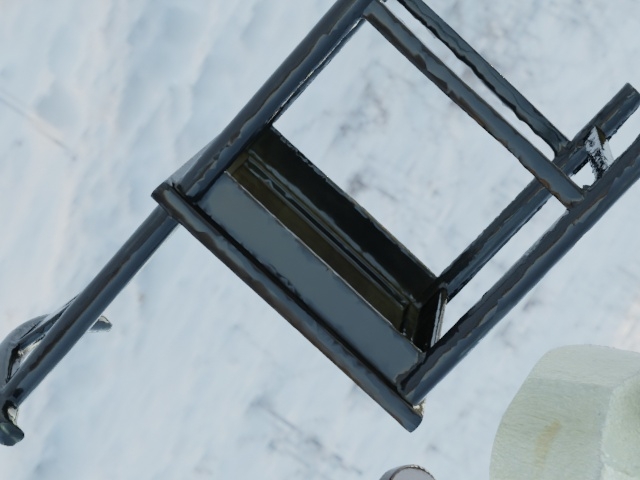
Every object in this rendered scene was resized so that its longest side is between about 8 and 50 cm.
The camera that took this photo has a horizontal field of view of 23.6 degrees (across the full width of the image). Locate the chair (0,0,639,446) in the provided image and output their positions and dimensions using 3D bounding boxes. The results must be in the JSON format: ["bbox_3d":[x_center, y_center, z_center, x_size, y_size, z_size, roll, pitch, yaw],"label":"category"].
[{"bbox_3d":[0.000,0.000,0.630,0.260,0.141,0.154,-47,-177,14],"label":"chair"}]

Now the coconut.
[{"bbox_3d":[0.278,0.220,1.498,0.237,0.237,0.266,-52,-155,-22],"label":"coconut"}]

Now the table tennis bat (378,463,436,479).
[{"bbox_3d":[0.046,0.171,0.634,0.095,0.014,0.158,22,57,-60],"label":"table tennis bat"}]
